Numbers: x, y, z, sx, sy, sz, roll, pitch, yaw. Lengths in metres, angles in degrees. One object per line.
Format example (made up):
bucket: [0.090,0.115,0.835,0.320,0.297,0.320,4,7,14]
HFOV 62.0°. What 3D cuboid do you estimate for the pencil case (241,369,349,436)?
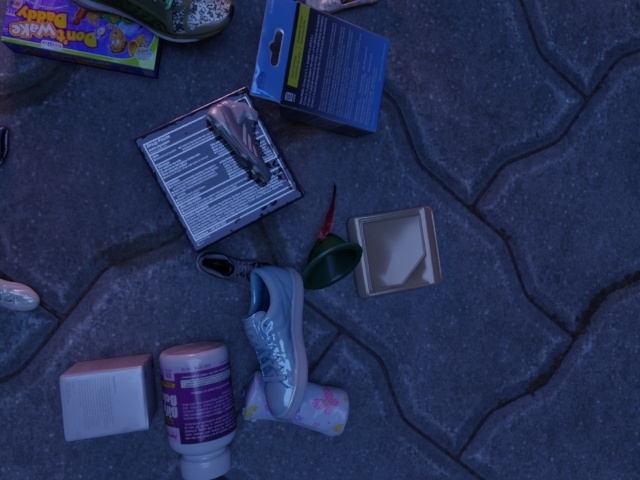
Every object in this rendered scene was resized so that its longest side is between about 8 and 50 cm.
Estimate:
pencil case: [-0.063,0.416,1.360,0.273,0.113,0.124,14,64,-11]

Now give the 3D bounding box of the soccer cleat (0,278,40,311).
soccer cleat: [-0.767,0.117,1.256,0.196,0.076,0.068,26,85,-9]

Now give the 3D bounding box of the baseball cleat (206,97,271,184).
baseball cleat: [-0.159,-0.230,1.193,0.109,0.072,0.206,-43,100,-17]

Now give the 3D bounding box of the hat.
hat: [0.000,0.000,1.413,0.208,0.173,0.184,-29,59,-9]

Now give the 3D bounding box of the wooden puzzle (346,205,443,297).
wooden puzzle: [0.202,0.031,1.455,0.238,0.044,0.221,-9,91,-6]

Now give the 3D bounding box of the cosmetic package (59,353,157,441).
cosmetic package: [-0.496,0.366,1.265,0.183,0.151,0.152,-5,91,-9]

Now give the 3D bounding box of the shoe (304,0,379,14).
shoe: [0.064,-0.658,1.423,0.218,0.058,0.077,-15,92,-10]

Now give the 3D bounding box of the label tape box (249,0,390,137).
label tape box: [-0.009,-0.425,1.335,0.347,0.115,0.249,10,88,-26]

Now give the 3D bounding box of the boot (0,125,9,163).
boot: [-0.798,-0.187,1.256,0.086,0.069,0.190,8,86,-7]

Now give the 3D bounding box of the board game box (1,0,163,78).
board game box: [-0.560,-0.550,1.299,0.346,0.078,0.234,8,88,-10]

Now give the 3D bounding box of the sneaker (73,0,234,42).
sneaker: [-0.398,-0.571,1.196,0.410,0.182,0.158,11,87,-11]

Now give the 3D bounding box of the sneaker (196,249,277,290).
sneaker: [-0.200,0.080,1.331,0.228,0.132,0.086,12,87,-10]

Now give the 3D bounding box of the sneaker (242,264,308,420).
sneaker: [-0.126,0.235,1.261,0.150,0.135,0.366,14,62,-38]

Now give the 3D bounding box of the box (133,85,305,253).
box: [-0.242,-0.165,1.300,0.296,0.182,0.294,-28,95,-11]

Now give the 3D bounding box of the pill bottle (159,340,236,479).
pill bottle: [-0.293,0.409,1.293,0.169,0.169,0.302,-6,90,-10]
